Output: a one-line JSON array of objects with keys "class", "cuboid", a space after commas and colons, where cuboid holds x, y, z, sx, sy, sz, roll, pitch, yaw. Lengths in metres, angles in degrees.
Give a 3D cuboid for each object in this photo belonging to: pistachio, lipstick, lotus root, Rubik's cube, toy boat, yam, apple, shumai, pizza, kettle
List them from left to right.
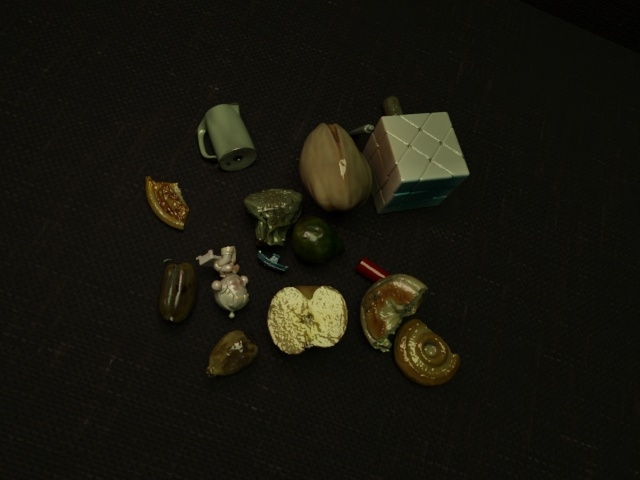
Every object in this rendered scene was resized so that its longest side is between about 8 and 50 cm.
[{"class": "pizza", "cuboid": [-0.614, -0.154, 1.782, 0.135, 0.056, 0.270, -24, 77, -11]}, {"class": "lotus root", "cuboid": [-0.525, 0.188, 1.636, 0.124, 0.123, 0.240, -2, 70, 18]}, {"class": "kettle", "cuboid": [-0.413, -0.432, 1.885, 0.241, 0.165, 0.255, -27, 75, 9]}, {"class": "lotus root", "cuboid": [-0.323, 0.410, 1.593, 0.214, 0.138, 0.138, -34, 80, -20]}, {"class": "toy boat", "cuboid": [-0.190, 0.081, 1.781, 0.137, 0.060, 0.060, 24, 86, 4]}, {"class": "shumai", "cuboid": [-0.187, -0.089, 1.812, 0.225, 0.221, 0.261, 16, 34, 34]}, {"class": "apple", "cuboid": [-0.045, 0.295, 1.676, 0.294, 0.163, 0.250, -1, 80, 1]}, {"class": "pistachio", "cuboid": [0.054, -0.284, 1.822, 0.282, 0.365, 0.445, -7, 44, -7]}, {"class": "lipstick", "cuboid": [0.277, 0.172, 1.843, 0.280, 0.073, 0.073, 33, 66, 2]}, {"class": "yam", "cuboid": [0.364, -0.574, 2.133, 0.093, 0.093, 0.258, -9, 72, -15]}, {"class": "Rubik's cube", "cuboid": [0.394, -0.331, 1.927, 0.323, 0.316, 0.318, -8, 72, -16]}]

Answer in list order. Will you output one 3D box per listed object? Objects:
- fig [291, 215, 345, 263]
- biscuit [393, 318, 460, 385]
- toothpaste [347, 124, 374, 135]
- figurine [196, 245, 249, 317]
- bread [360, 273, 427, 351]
[{"class": "fig", "cuboid": [0.000, 0.000, 1.790, 0.245, 0.195, 0.195, 8, 68, -19]}, {"class": "biscuit", "cuboid": [0.409, 0.458, 1.751, 0.274, 0.091, 0.213, 39, 65, 2]}, {"class": "toothpaste", "cuboid": [0.183, -0.489, 1.986, 0.068, 0.255, 0.037, -14, 100, -13]}, {"class": "figurine", "cuboid": [-0.354, 0.160, 1.667, 0.145, 0.182, 0.256, -20, 76, -2]}, {"class": "bread", "cuboid": [0.262, 0.260, 1.740, 0.192, 0.171, 0.313, 34, 98, 27]}]
